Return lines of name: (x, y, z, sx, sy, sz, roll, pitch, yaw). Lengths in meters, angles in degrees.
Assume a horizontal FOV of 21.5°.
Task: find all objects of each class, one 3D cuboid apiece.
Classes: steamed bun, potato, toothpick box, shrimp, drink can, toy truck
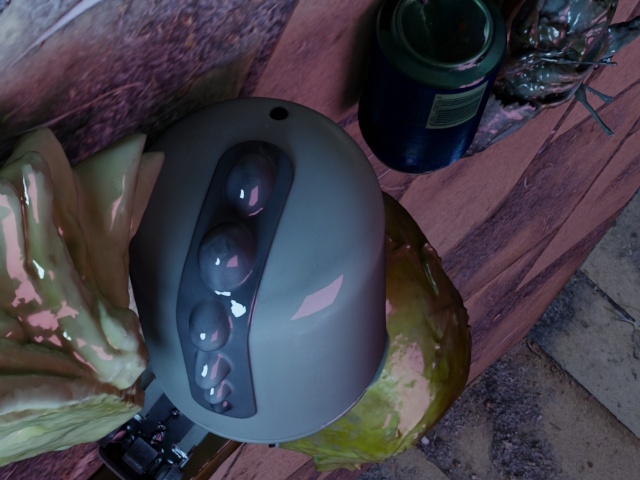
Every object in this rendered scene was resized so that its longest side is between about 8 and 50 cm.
steamed bun: (-0.210, 0.045, 1.083, 0.247, 0.189, 0.428, -20, 173, 19)
potato: (0.056, 0.074, 1.651, 0.246, 0.196, 0.300, -86, -179, -50)
toothpick box: (-0.053, 0.028, 1.329, 0.229, 0.229, 0.316, -42, 161, -17)
shrimp: (0.251, -0.199, 1.703, 0.372, 0.172, 0.137, -37, -155, 26)
drink can: (0.097, -0.144, 1.522, 0.118, 0.118, 0.205, -41, 166, -21)
toy truck: (-0.130, 0.159, 1.741, 0.216, 0.110, 0.116, -52, 177, 19)

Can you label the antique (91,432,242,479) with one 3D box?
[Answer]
antique: (-0.163, 0.244, 1.919, 0.310, 0.087, 0.093, -46, 168, -5)
